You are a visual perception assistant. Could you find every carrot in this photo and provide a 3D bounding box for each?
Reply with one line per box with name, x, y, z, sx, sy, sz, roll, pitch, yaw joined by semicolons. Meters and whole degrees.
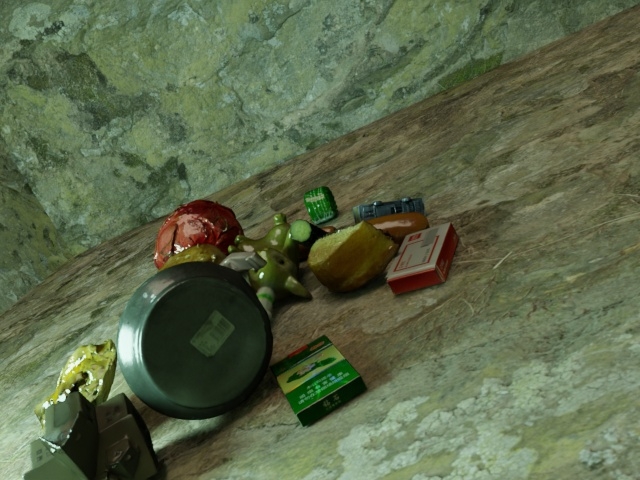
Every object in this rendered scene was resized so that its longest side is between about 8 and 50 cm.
carrot;-0.041;0.017;1.960;0.225;0.067;0.067;-24;16;17

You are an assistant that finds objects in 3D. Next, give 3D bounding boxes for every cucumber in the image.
cucumber;0.000;0.000;1.782;0.067;0.068;0.293;-22;-16;17

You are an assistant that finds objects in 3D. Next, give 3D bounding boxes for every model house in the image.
model house;-0.392;0.400;1.147;0.211;0.205;0.243;-29;33;-9

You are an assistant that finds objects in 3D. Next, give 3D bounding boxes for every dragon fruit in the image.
dragon fruit;-0.373;0.018;2.093;0.295;0.296;0.302;-28;19;-5

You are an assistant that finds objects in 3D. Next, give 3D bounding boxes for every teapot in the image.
teapot;-0.263;0.172;1.413;0.376;0.305;0.361;-52;17;-19

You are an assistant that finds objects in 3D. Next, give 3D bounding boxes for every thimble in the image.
thimble;0.001;-0.116;2.219;0.090;0.118;0.130;-20;44;10

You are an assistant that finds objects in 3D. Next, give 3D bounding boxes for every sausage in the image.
sausage;0.157;-0.015;1.681;0.238;0.098;0.098;-14;19;17

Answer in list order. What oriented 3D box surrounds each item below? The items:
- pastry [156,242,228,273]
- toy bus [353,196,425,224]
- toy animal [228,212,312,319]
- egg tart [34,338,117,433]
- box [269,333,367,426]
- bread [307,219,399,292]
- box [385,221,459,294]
pastry;-0.327;0.164;1.738;0.284;0.184;0.316;-24;35;29
toy bus;0.184;-0.076;1.805;0.190;0.064;0.075;-8;-2;-20
toy animal;-0.126;0.066;1.743;0.181;0.181;0.363;-22;18;2
egg tart;-0.525;0.334;1.434;0.297;0.132;0.297;-47;29;37
box;-0.011;0.252;1.245;0.132;0.034;0.235;-30;16;-8
bread;0.056;0.053;1.579;0.260;0.129;0.134;-24;32;54
box;0.229;0.039;1.497;0.122;0.050;0.229;-18;18;28
